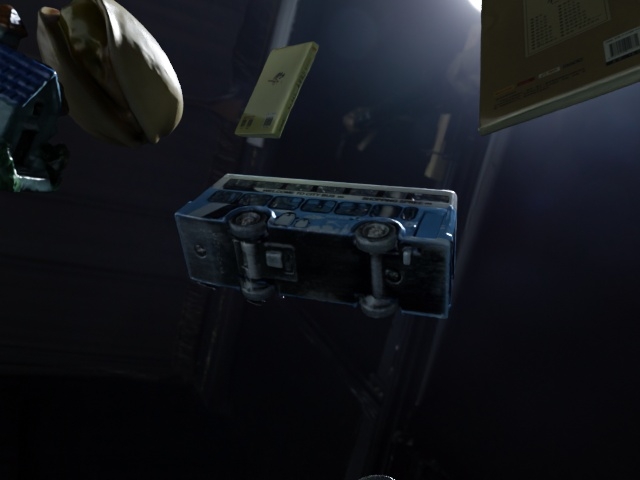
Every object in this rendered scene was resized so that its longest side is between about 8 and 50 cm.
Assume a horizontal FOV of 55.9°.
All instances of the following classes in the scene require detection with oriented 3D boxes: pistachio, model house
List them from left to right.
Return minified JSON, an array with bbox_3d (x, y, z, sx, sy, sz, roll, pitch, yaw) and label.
[{"bbox_3d":[-0.280,-0.131,0.555,0.148,0.120,0.148,-65,177,7],"label":"model house"},{"bbox_3d":[-0.238,-0.189,0.699,0.215,0.144,0.143,76,7,-60],"label":"pistachio"}]

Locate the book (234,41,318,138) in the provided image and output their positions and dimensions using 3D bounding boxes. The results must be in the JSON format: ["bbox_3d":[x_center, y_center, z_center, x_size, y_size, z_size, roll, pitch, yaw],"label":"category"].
[{"bbox_3d":[-0.048,-0.161,0.655,0.077,0.014,0.110,13,-103,50],"label":"book"}]

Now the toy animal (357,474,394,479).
[{"bbox_3d":[0.056,0.182,0.399,0.084,0.028,0.050,39,-42,27],"label":"toy animal"}]

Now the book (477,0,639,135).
[{"bbox_3d":[0.186,-0.174,0.459,0.139,0.016,0.198,-17,-133,36],"label":"book"}]

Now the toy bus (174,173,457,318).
[{"bbox_3d":[0.000,0.000,0.658,0.131,0.298,0.106,-57,148,-53],"label":"toy bus"}]
